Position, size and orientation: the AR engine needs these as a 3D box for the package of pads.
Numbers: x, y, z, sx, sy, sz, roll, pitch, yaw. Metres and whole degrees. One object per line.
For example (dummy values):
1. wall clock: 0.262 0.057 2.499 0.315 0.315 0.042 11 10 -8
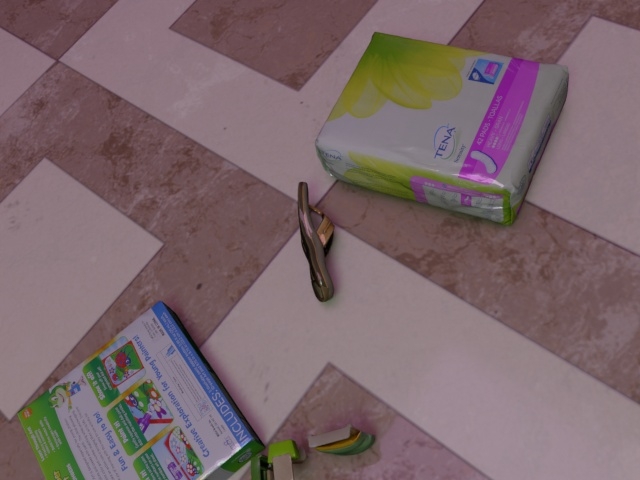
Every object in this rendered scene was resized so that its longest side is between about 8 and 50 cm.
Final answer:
1. package of pads: 0.165 -0.160 0.930 0.296 0.101 0.229 18 68 25

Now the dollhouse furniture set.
1. dollhouse furniture set: -0.010 0.265 0.768 0.151 0.076 0.058 -20 56 17

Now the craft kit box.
1. craft kit box: -0.238 0.246 0.857 0.246 0.061 0.250 -37 59 -8

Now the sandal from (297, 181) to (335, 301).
1. sandal: 0.000 0.000 0.914 0.049 0.072 0.180 -11 60 -8
